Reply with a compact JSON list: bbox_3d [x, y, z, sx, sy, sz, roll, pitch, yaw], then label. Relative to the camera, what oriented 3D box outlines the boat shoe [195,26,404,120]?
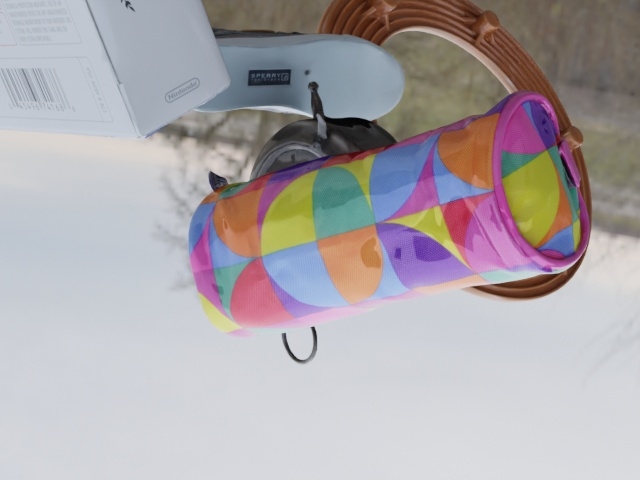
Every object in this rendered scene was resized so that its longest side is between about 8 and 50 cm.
[{"bbox_3d":[-0.034,-0.127,1.001,0.183,0.065,0.083,1,-161,-26],"label":"boat shoe"}]

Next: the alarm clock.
[{"bbox_3d":[0.000,0.000,0.938,0.064,0.192,0.129,-10,-148,-41],"label":"alarm clock"}]

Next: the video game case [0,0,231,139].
[{"bbox_3d":[-0.178,-0.171,0.618,0.269,0.244,0.061,8,-144,47],"label":"video game case"}]

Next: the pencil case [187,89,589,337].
[{"bbox_3d":[0.031,-0.010,0.759,0.236,0.104,0.104,-12,170,40],"label":"pencil case"}]

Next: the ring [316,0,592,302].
[{"bbox_3d":[0.134,-0.102,1.252,0.336,0.337,0.032,4,152,-41],"label":"ring"}]
